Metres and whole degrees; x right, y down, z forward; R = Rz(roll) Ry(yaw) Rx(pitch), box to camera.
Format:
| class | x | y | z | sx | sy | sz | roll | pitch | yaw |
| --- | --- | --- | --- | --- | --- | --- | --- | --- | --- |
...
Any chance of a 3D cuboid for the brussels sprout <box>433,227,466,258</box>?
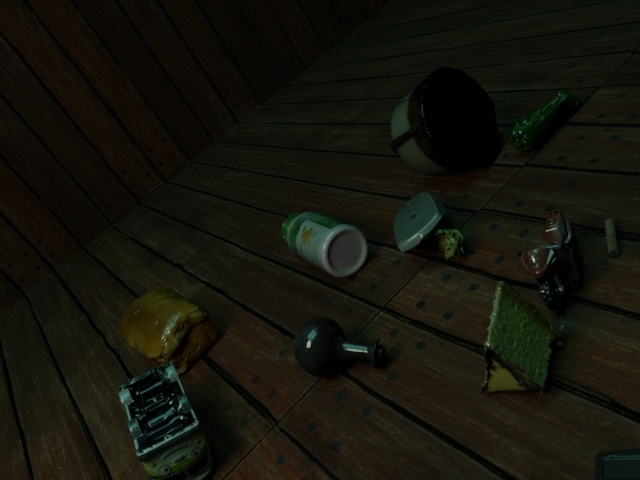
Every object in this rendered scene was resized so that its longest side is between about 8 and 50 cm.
| class | x | y | z | sx | sy | sz | roll | pitch | yaw |
| --- | --- | --- | --- | --- | --- | --- | --- | --- | --- |
| brussels sprout | 0.287 | 0.005 | 1.327 | 0.058 | 0.085 | 0.085 | -28 | 27 | 6 |

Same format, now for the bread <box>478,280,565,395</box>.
| class | x | y | z | sx | sy | sz | roll | pitch | yaw |
| --- | --- | --- | --- | --- | --- | --- | --- | --- | --- |
| bread | 0.297 | 0.158 | 0.984 | 0.127 | 0.152 | 0.147 | -19 | 31 | 43 |

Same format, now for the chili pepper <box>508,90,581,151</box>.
| class | x | y | z | sx | sy | sz | roll | pitch | yaw |
| --- | --- | --- | --- | --- | --- | --- | --- | --- | --- |
| chili pepper | 0.551 | -0.297 | 1.527 | 0.257 | 0.074 | 0.100 | -42 | 28 | -18 |

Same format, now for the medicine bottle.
| class | x | y | z | sx | sy | sz | roll | pitch | yaw |
| --- | --- | --- | --- | --- | --- | --- | --- | --- | --- |
| medicine bottle | 0.000 | 0.000 | 1.581 | 0.133 | 0.133 | 0.274 | -41 | 27 | -14 |

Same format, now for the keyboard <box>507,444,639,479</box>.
| class | x | y | z | sx | sy | sz | roll | pitch | yaw |
| --- | --- | --- | --- | --- | --- | --- | --- | --- | --- |
| keyboard | 0.421 | 0.295 | 0.746 | 0.380 | 0.041 | 0.103 | -8 | 35 | 30 |

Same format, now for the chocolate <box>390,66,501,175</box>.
| class | x | y | z | sx | sy | sz | roll | pitch | yaw |
| --- | --- | --- | --- | --- | --- | --- | --- | --- | --- |
| chocolate | 0.310 | -0.293 | 1.617 | 0.284 | 0.283 | 0.186 | -50 | 13 | -29 |

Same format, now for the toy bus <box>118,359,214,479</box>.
| class | x | y | z | sx | sy | sz | roll | pitch | yaw |
| --- | --- | --- | --- | --- | --- | --- | --- | --- | --- |
| toy bus | -0.312 | 0.383 | 1.260 | 0.133 | 0.165 | 0.276 | -25 | 25 | -15 |

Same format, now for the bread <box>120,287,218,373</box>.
| class | x | y | z | sx | sy | sz | roll | pitch | yaw |
| --- | --- | --- | --- | --- | --- | --- | --- | --- | --- |
| bread | -0.421 | 0.229 | 1.648 | 0.195 | 0.149 | 0.344 | -45 | 29 | -23 |

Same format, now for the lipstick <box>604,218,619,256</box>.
| class | x | y | z | sx | sy | sz | roll | pitch | yaw |
| --- | --- | --- | --- | --- | --- | --- | --- | --- | --- |
| lipstick | 0.534 | -0.006 | 1.125 | 0.018 | 0.019 | 0.094 | -17 | 32 | 30 |

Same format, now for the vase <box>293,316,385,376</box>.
| class | x | y | z | sx | sy | sz | roll | pitch | yaw |
| --- | --- | --- | --- | --- | --- | --- | --- | --- | --- |
| vase | 0.041 | 0.215 | 1.217 | 0.182 | 0.120 | 0.120 | 1 | 40 | 27 |

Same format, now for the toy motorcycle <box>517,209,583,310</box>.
| class | x | y | z | sx | sy | sz | roll | pitch | yaw |
| --- | --- | --- | --- | --- | --- | --- | --- | --- | --- |
| toy motorcycle | 0.417 | 0.022 | 1.098 | 0.084 | 0.118 | 0.213 | -21 | 28 | 42 |

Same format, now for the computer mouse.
| class | x | y | z | sx | sy | sz | roll | pitch | yaw |
| --- | --- | --- | --- | --- | --- | --- | --- | --- | --- |
| computer mouse | 0.234 | -0.038 | 1.418 | 0.128 | 0.079 | 0.231 | -42 | 12 | 20 |
